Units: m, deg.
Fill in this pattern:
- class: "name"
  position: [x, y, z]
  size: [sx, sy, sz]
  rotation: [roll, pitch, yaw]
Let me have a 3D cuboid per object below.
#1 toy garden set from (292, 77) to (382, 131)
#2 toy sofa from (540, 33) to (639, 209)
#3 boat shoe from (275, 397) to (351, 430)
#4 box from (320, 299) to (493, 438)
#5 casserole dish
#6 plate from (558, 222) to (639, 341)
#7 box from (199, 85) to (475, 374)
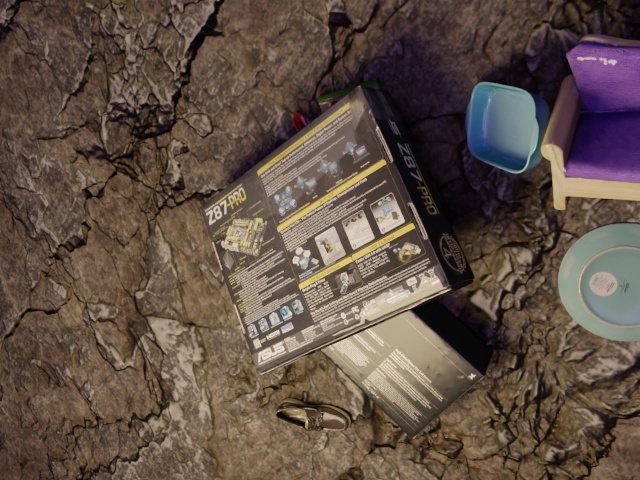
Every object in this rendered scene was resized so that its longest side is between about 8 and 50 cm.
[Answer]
- class: "toy garden set"
  position: [0.030, -0.122, 1.039]
  size: [0.203, 0.049, 0.244]
  rotation: [-11, 101, 27]
- class: "toy sofa"
  position: [0.459, -0.131, 0.722]
  size: [0.362, 0.150, 0.177]
  rotation: [8, 143, 30]
- class: "boat shoe"
  position: [-0.017, 0.349, 1.206]
  size: [0.152, 0.049, 0.056]
  rotation: [3, 107, 23]
- class: "box"
  position: [0.129, 0.174, 1.056]
  size: [0.261, 0.103, 0.184]
  rotation: [43, 120, 8]
- class: "casserole dish"
  position: [0.264, -0.162, 0.873]
  size: [0.036, 0.188, 0.114]
  rotation: [-4, 110, -16]
- class: "plate"
  position: [0.452, 0.067, 0.919]
  size: [0.188, 0.024, 0.188]
  rotation: [7, 109, 22]
- class: "box"
  position: [0.000, 0.000, 0.978]
  size: [0.395, 0.097, 0.318]
  rotation: [-32, 76, 35]
